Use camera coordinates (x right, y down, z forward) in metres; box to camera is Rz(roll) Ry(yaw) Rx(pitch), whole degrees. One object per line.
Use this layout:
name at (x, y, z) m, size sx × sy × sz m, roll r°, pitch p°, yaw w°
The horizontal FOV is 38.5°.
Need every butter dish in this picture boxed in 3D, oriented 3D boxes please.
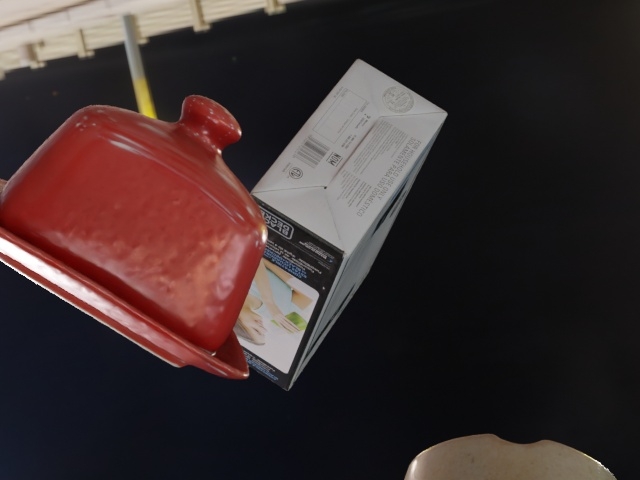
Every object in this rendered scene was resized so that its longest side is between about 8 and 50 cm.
butter dish at (-0.084, -0.020, 0.470) m, size 0.118 × 0.160 × 0.160 m, roll -56°, pitch -168°, yaw 0°

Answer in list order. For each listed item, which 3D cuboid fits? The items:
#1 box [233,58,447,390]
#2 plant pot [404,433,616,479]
box at (0.000, 0.000, 0.812) m, size 0.169 × 0.087 × 0.290 m, roll -54°, pitch 173°, yaw -31°
plant pot at (0.175, 0.366, 0.863) m, size 0.334 × 0.334 × 0.305 m, roll -6°, pitch -133°, yaw 21°
